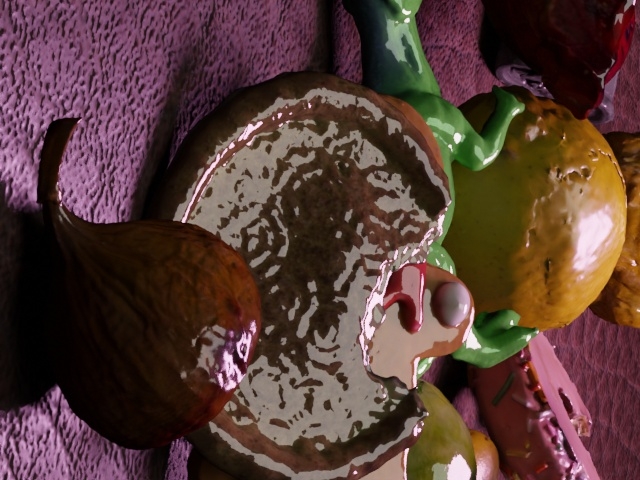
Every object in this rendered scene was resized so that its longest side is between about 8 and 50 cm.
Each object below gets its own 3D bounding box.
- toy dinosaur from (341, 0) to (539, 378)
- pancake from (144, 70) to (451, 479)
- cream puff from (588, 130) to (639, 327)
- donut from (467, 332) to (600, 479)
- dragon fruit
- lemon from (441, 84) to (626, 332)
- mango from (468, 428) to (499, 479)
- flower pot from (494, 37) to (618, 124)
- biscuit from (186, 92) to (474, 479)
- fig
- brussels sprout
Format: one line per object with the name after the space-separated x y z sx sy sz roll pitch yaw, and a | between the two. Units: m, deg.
0.000 0.000 1.469 0.500 0.144 0.374 -40 119 -42 | toy dinosaur
-0.006 0.033 1.358 0.288 0.033 0.286 -45 109 -25 | pancake
0.368 -0.021 2.201 0.244 0.196 0.244 6 90 -66 | cream puff
0.216 0.181 1.967 0.199 0.085 0.233 59 14 -22 | donut
0.228 -0.264 1.690 0.302 0.240 0.330 28 48 -28 | dragon fruit
0.173 -0.024 1.730 0.204 0.204 0.260 -59 151 -43 | lemon
0.120 0.255 1.858 0.103 0.076 0.161 73 35 -55 | mango
0.248 -0.197 1.978 0.229 0.103 0.108 27 74 -67 | flower pot
0.018 0.055 1.419 0.216 0.047 0.340 20 81 -26 | biscuit
-0.127 0.027 1.166 0.201 0.133 0.146 49 20 -35 | fig
0.078 0.191 1.672 0.151 0.122 0.149 -10 110 -65 | brussels sprout
